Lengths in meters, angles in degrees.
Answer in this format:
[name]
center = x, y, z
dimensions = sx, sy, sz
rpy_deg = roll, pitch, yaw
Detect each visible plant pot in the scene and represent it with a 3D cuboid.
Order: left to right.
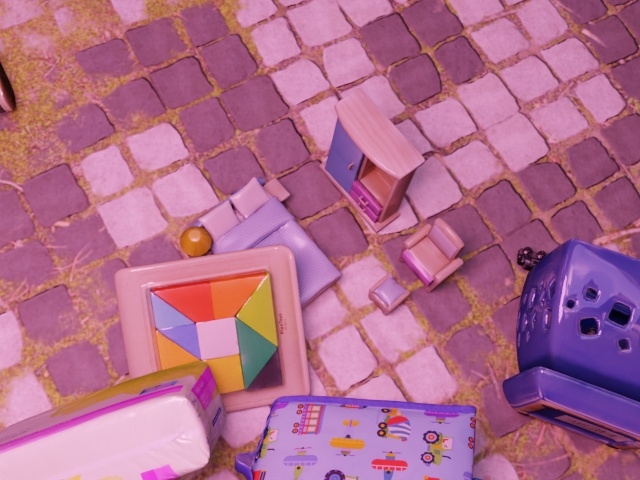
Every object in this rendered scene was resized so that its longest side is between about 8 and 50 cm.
[plant pot]
center = 0.380, 0.151, 1.228
dimensions = 0.236, 0.236, 0.212
rpy_deg = 20, 76, 3

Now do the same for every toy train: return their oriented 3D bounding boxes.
[toy train]
center = 0.367, 0.048, 1.368
dimensions = 0.158, 0.027, 0.036
rpy_deg = 17, 72, 1

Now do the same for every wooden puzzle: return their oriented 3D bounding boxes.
[wooden puzzle]
center = -0.140, 0.129, 1.224
dimensions = 0.239, 0.044, 0.220
rpy_deg = -8, 102, -7

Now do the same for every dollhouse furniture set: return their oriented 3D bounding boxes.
[dollhouse furniture set]
center = 0.000, 0.000, 1.258
dimensions = 0.303, 0.198, 0.286
rpy_deg = -37, 77, -17

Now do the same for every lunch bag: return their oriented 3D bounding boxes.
[lunch bag]
center = 0.034, 0.307, 1.155
dimensions = 0.293, 0.138, 0.221
rpy_deg = 10, 46, 4

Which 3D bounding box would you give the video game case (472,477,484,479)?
[video game case]
center = 0.240, 0.381, 1.183
dimensions = 0.166, 0.015, 0.119
rpy_deg = 27, 63, -37

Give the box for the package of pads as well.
[package of pads]
center = -0.267, 0.243, 1.099
dimensions = 0.297, 0.229, 0.101
rpy_deg = -19, 92, 0

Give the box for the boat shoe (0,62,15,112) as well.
[boat shoe]
center = -0.522, -0.271, 1.376
dimensions = 0.073, 0.080, 0.223
rpy_deg = -26, 69, -9
